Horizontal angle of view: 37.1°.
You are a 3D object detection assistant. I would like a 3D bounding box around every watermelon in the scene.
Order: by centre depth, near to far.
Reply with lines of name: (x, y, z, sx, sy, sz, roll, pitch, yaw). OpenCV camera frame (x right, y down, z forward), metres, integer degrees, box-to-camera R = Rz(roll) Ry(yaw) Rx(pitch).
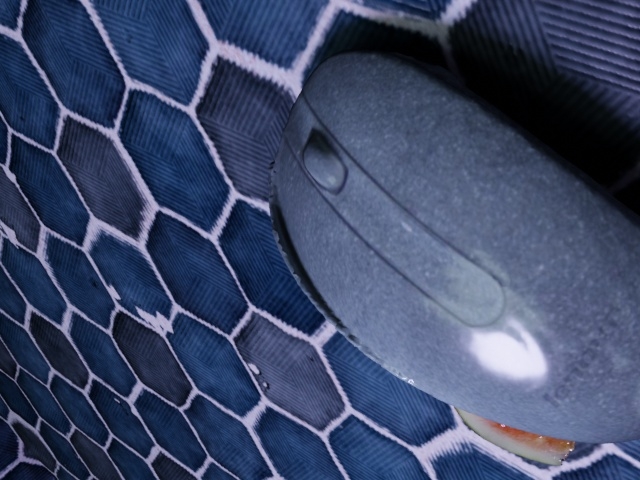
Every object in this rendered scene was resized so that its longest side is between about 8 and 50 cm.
watermelon: (0.170, 0.111, 0.804, 0.119, 0.063, 0.245, 15, 135, 23)

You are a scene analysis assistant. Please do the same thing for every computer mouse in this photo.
computer mouse: (0.100, 0.002, 0.671, 0.374, 0.114, 0.203, 34, 119, 21)
